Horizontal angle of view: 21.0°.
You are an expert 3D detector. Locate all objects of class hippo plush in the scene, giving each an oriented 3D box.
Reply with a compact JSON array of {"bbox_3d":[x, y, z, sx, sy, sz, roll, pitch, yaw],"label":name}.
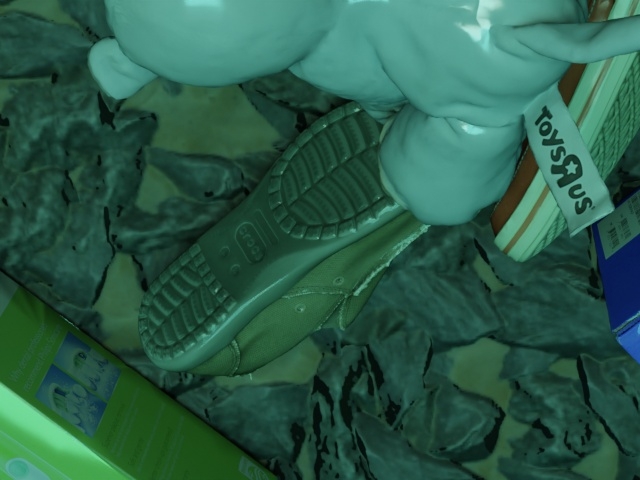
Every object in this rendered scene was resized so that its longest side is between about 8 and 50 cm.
[{"bbox_3d":[-0.002,-0.110,0.886,0.236,0.294,0.234,2,133,-14],"label":"hippo plush"}]

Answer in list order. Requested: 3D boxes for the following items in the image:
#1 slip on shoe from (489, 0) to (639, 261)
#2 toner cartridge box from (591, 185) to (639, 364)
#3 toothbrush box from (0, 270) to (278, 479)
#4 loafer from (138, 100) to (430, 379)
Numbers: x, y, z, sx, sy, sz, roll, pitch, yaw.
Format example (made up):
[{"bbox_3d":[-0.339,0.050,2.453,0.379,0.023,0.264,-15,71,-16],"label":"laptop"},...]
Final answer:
[{"bbox_3d":[0.153,-0.143,0.983,0.101,0.123,0.331,23,116,20],"label":"slip on shoe"},{"bbox_3d":[0.310,0.116,1.044,0.075,0.165,0.348,-41,105,20],"label":"toner cartridge box"},{"bbox_3d":[-0.203,0.170,1.140,0.283,0.122,0.206,37,112,-11],"label":"toothbrush box"},{"bbox_3d":[0.000,0.000,1.076,0.251,0.094,0.087,-36,142,16],"label":"loafer"}]
